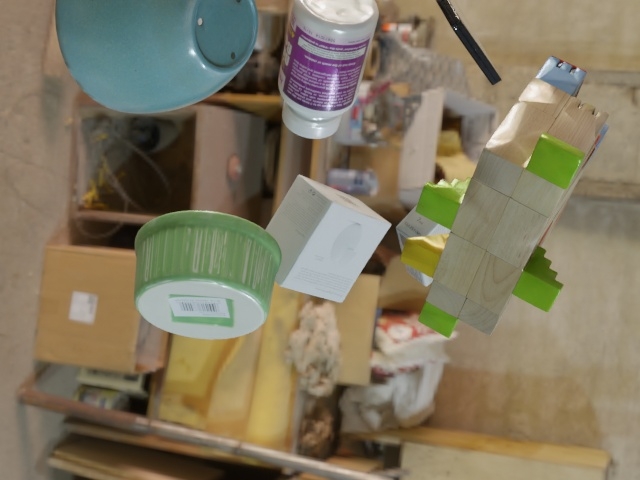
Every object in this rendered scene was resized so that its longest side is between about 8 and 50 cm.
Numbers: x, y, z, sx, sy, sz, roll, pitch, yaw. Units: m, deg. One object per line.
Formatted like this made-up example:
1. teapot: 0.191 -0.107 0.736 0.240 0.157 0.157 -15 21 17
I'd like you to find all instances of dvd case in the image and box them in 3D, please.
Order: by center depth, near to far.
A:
1. dvd case: 0.225 -0.401 1.633 0.180 0.022 0.253 38 25 -50

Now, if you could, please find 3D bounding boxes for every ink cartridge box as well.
1. ink cartridge box: 0.253 -0.048 1.799 0.239 0.060 0.275 -47 160 -8

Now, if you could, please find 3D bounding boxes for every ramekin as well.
1. ramekin: -0.235 0.082 1.922 0.303 0.304 0.148 66 23 -55

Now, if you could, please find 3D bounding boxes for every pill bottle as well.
1. pill bottle: 0.005 -0.355 1.896 0.301 0.169 0.169 105 7 -46

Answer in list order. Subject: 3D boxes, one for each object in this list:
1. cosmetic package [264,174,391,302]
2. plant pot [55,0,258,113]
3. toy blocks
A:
1. cosmetic package: 0.000 0.000 2.150 0.224 0.138 0.224 20 105 -49
2. plant pot: -0.206 -0.318 1.373 0.290 0.195 0.290 -21 118 -46
3. toy blocks: 0.258 -0.070 1.171 0.261 0.191 0.381 -51 164 -35
